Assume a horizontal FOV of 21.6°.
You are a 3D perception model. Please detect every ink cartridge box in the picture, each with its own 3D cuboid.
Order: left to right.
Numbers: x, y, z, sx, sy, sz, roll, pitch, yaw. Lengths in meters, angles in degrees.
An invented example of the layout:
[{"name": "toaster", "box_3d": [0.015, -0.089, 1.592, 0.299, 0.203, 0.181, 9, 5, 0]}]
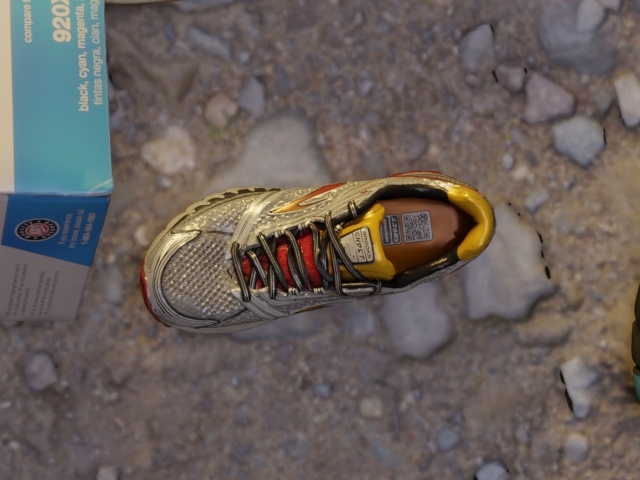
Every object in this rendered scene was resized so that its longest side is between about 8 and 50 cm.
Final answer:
[{"name": "ink cartridge box", "box_3d": [-0.240, -0.063, 0.898, 0.232, 0.171, 0.168, 1, 66, -15]}]

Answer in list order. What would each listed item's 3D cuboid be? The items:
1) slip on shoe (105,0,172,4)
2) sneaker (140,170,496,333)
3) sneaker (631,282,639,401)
[{"name": "slip on shoe", "box_3d": [-0.016, -0.234, 1.011, 0.331, 0.101, 0.123, -20, 96, -10]}, {"name": "sneaker", "box_3d": [0.000, 0.000, 1.018, 0.225, 0.093, 0.088, -15, 93, -11]}, {"name": "sneaker", "box_3d": [0.316, -0.023, 1.072, 0.139, 0.125, 0.341, 28, 87, -16]}]
